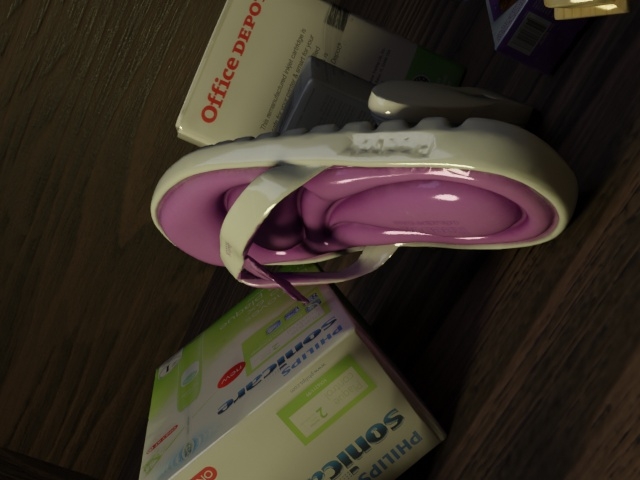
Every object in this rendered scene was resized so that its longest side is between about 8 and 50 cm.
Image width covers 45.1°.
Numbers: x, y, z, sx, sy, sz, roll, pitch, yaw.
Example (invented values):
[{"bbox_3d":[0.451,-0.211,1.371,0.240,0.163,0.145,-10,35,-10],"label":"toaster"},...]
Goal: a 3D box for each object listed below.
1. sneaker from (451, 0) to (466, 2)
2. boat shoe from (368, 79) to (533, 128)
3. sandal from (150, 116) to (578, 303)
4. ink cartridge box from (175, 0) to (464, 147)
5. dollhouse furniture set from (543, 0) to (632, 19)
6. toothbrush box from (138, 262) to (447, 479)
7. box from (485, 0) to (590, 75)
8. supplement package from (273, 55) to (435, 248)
[{"bbox_3d":[0.144,-0.285,0.701,0.087,0.083,0.221,105,-175,-57],"label":"sneaker"},{"bbox_3d":[0.100,-0.087,0.604,0.184,0.066,0.063,-12,-56,-51],"label":"boat shoe"},{"bbox_3d":[-0.011,-0.007,0.606,0.416,0.169,0.102,-10,54,46],"label":"sandal"},{"bbox_3d":[-0.005,-0.159,0.888,0.115,0.273,0.198,-162,94,-78],"label":"ink cartridge box"},{"bbox_3d":[0.283,-0.299,0.367,0.303,0.174,0.355,11,109,45],"label":"dollhouse furniture set"},{"bbox_3d":[-0.039,0.140,0.685,0.206,0.122,0.283,-39,15,1],"label":"toothbrush box"},{"bbox_3d":[0.235,-0.306,0.625,0.201,0.057,0.293,-82,19,-50],"label":"box"},{"bbox_3d":[0.049,-0.086,0.740,0.105,0.179,0.105,-95,29,-65],"label":"supplement package"}]
